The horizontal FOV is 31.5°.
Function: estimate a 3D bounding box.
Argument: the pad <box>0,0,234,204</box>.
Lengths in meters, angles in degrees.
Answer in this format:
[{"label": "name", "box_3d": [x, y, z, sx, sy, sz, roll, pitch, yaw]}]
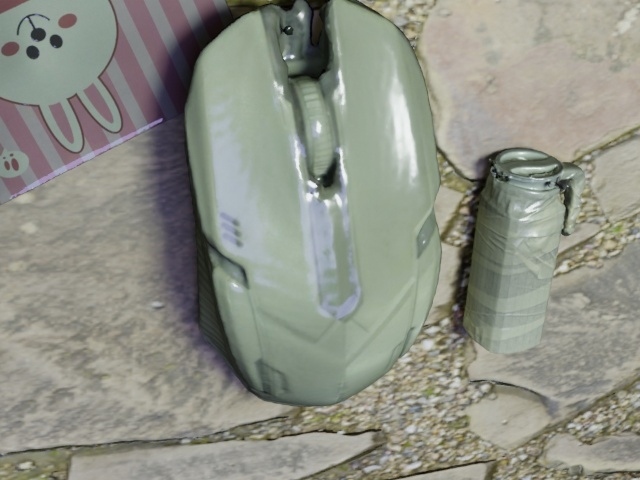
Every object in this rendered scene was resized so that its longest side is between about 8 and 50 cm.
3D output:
[{"label": "pad", "box_3d": [-0.218, -0.147, 0.913, 0.299, 0.005, 0.202, -27, 126, -5]}]

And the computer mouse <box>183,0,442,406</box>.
[{"label": "computer mouse", "box_3d": [0.001, 0.000, 1.006, 0.228, 0.145, 0.429, -12, 123, -12]}]

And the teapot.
[{"label": "teapot", "box_3d": [0.208, 0.008, 1.134, 0.107, 0.077, 0.200, -9, 123, -21]}]
